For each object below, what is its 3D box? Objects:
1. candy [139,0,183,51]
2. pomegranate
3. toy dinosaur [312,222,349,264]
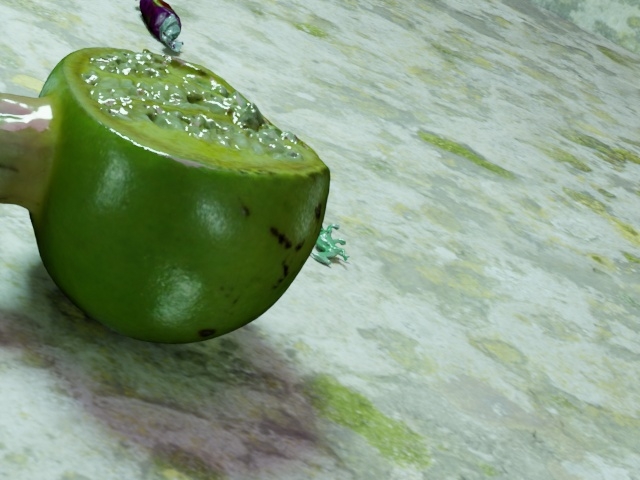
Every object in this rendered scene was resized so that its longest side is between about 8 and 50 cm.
[{"bbox_3d":[-0.221,-0.307,2.205,0.045,0.043,0.175,22,19,-34],"label":"candy"},{"bbox_3d":[-0.175,-0.031,1.409,0.359,0.216,0.309,4,28,-24],"label":"pomegranate"},{"bbox_3d":[0.000,0.000,1.768,0.083,0.021,0.062,36,37,24],"label":"toy dinosaur"}]
